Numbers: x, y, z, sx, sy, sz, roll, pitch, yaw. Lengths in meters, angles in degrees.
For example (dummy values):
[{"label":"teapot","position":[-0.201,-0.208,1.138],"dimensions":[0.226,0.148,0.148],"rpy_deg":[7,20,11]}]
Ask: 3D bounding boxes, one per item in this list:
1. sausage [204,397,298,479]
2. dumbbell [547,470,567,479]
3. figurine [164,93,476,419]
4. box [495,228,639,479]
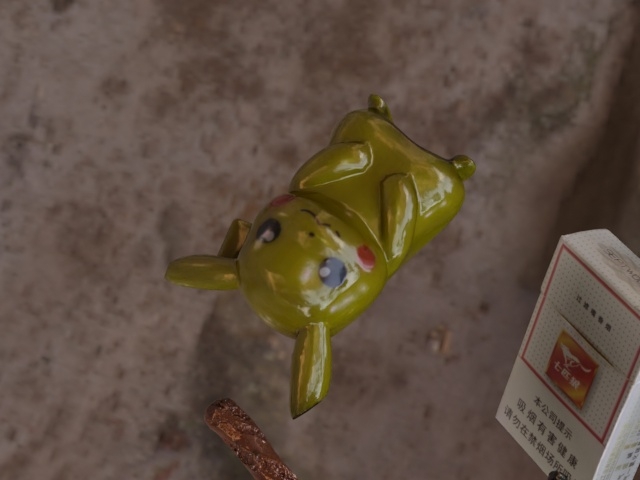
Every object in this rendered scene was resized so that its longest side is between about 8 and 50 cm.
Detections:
[{"label":"sausage","position":[-0.062,0.226,1.608],"dimensions":[0.042,0.158,0.036],"rpy_deg":[-44,162,19]},{"label":"dumbbell","position":[0.230,0.394,1.704],"dimensions":[0.143,0.143,0.325],"rpy_deg":[60,37,-44]},{"label":"figurine","position":[0.005,-0.005,1.642],"dimensions":[0.327,0.218,0.169],"rpy_deg":[-44,160,-34]},{"label":"box","position":[0.373,0.176,2.155],"dimensions":[0.095,0.210,0.330],"rpy_deg":[-8,130,-33]}]
